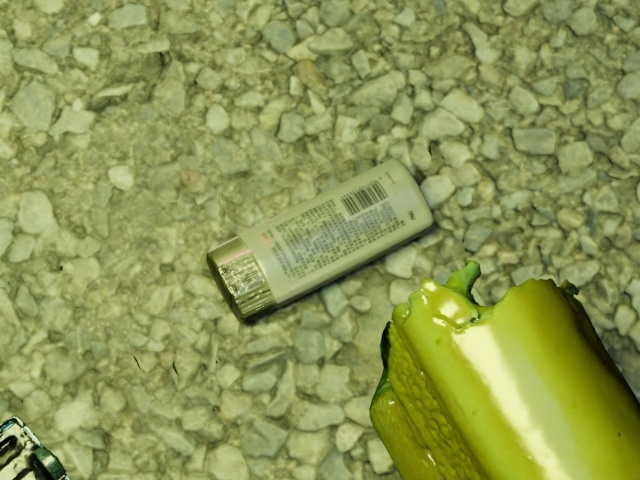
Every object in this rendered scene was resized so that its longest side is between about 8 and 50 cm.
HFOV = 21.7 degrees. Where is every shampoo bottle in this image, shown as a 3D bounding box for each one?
[{"bbox_3d":[0.000,0.000,1.714,0.227,0.056,0.086,-28,75,-12],"label":"shampoo bottle"}]

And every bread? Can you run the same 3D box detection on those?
[{"bbox_3d":[0.211,0.215,1.554,0.208,0.251,0.376,-17,68,-27],"label":"bread"}]

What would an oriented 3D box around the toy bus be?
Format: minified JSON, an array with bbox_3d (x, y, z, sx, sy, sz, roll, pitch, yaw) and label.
[{"bbox_3d":[-0.259,0.263,1.575,0.090,0.106,0.184,-40,82,-12],"label":"toy bus"}]
